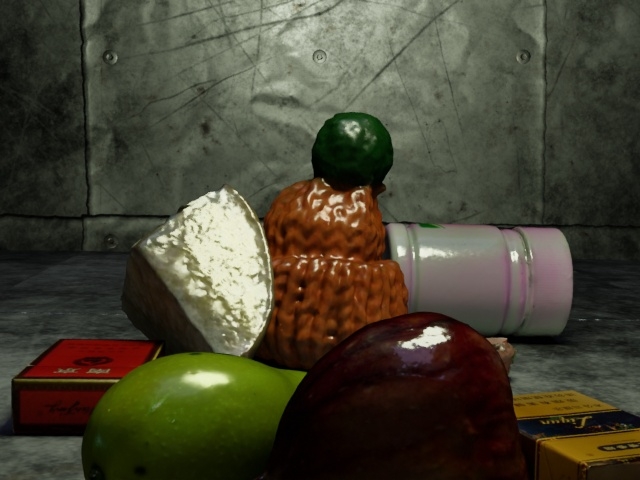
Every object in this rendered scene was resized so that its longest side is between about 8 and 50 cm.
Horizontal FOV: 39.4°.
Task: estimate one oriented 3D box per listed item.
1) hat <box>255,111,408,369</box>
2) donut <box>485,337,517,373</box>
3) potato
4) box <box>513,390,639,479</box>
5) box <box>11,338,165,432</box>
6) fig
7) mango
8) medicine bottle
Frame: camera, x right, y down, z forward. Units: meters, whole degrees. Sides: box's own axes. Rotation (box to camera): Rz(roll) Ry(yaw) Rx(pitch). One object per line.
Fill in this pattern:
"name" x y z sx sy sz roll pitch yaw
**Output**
"hat" 0.000 0.000 1.410 0.285 0.400 0.285 0 9 0
"donut" 0.205 0.176 1.318 0.166 0.065 0.117 1 3 12
"potato" -0.147 0.090 1.305 0.189 0.211 0.264 -27 64 -31
"box" 0.262 0.215 0.908 0.152 0.070 0.237 0 3 -19
"box" -0.285 0.178 1.137 0.153 0.074 0.240 5 5 -4
"fig" 0.030 0.166 0.696 0.249 0.204 0.186 -9 6 1
"mango" -0.083 0.173 0.793 0.175 0.143 0.293 -35 -22 29
"medicine bottle" 0.276 0.074 1.655 0.325 0.212 0.212 0 5 -3
